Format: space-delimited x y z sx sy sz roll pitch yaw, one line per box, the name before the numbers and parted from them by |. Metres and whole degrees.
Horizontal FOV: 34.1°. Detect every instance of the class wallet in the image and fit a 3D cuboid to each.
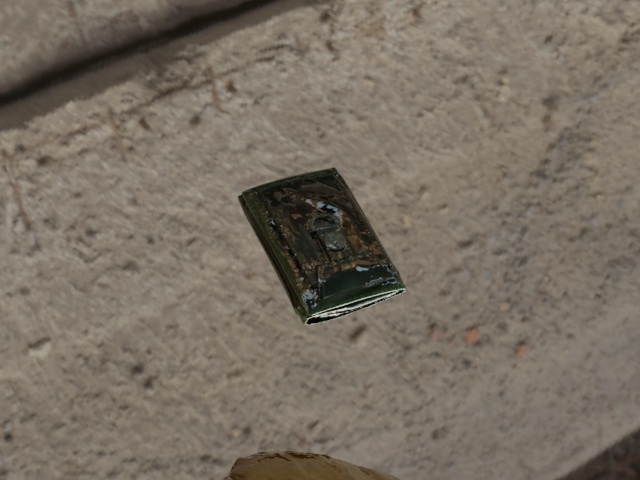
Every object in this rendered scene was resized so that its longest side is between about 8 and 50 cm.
wallet | 0.000 -0.002 1.456 0.160 0.236 0.055 -16 148 -21

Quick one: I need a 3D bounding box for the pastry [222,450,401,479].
pastry | 0.026 0.311 0.761 0.356 0.356 0.164 27 116 -39
